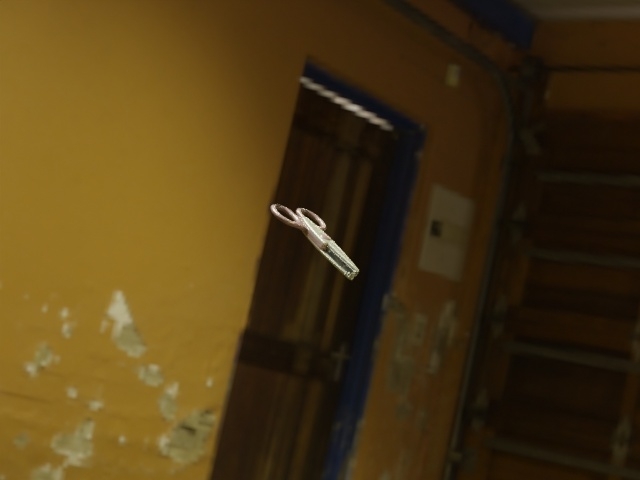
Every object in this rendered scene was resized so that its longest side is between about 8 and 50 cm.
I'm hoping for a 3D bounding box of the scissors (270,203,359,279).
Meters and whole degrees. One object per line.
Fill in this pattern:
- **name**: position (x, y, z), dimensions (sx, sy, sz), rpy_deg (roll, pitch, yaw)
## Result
- **scissors**: position (0.000, 0.000, 1.728), dimensions (0.085, 0.022, 0.176), rpy_deg (11, 25, -41)
